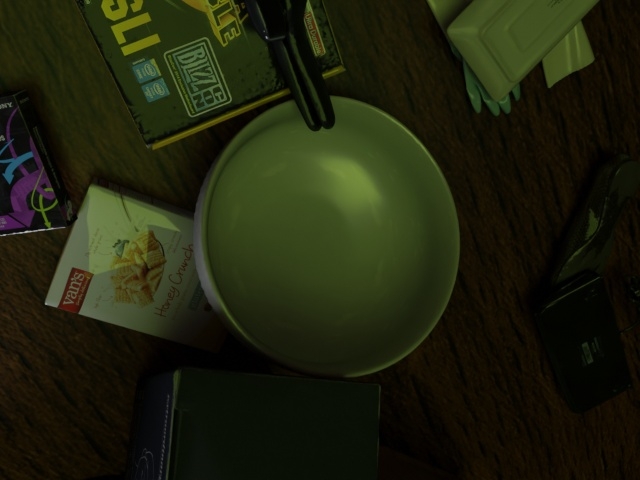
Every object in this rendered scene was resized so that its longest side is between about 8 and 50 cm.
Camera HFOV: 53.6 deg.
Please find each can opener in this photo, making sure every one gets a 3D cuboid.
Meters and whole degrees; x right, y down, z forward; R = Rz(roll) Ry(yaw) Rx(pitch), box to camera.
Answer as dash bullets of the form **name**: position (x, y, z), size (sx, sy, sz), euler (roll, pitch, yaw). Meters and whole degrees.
- **can opener**: position (-0.032, -0.207, 0.699), size (0.073, 0.059, 0.186), euler (-33, 117, -20)

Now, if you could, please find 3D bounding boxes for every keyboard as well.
- **keyboard**: position (0.482, 0.164, 1.078), size (0.201, 0.033, 0.317), euler (-29, 126, 4)

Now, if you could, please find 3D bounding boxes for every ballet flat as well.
- **ballet flat**: position (0.424, -0.021, 0.999), size (0.084, 0.058, 0.250), euler (4, 116, -22)

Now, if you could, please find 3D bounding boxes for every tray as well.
- **tray**: position (0.296, -0.315, 0.807), size (0.270, 0.030, 0.145), euler (-46, 126, 7)

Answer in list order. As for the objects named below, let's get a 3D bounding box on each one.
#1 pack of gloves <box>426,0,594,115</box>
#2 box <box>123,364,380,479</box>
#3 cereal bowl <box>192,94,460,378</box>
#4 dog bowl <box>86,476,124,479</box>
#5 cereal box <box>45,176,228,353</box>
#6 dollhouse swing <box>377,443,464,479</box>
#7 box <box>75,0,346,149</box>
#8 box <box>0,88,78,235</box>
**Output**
- **pack of gloves**: position (0.262, -0.290, 0.841), size (0.195, 0.046, 0.232), euler (-33, 116, -2)
- **box**: position (-0.109, 0.307, 0.737), size (0.211, 0.395, 0.294), euler (9, 75, -19)
- **cereal bowl**: position (0.000, 0.000, 0.799), size (0.338, 0.141, 0.339), euler (4, 80, -22)
- **dog bowl**: position (-0.327, 0.574, 0.972), size (0.407, 0.150, 0.408), euler (-6, 114, -14)
- **cereal box**: position (-0.214, 0.038, 0.837), size (0.240, 0.047, 0.173), euler (20, 104, -22)
- **dollhouse swing**: position (0.109, 0.479, 0.972), size (0.346, 0.305, 0.315), euler (29, 101, -25)
- **box**: position (-0.144, -0.299, 0.704), size (0.257, 0.079, 0.322), euler (-23, 116, -4)
- **box**: position (-0.365, -0.085, 0.732), size (0.116, 0.029, 0.162), euler (-7, 114, 12)
